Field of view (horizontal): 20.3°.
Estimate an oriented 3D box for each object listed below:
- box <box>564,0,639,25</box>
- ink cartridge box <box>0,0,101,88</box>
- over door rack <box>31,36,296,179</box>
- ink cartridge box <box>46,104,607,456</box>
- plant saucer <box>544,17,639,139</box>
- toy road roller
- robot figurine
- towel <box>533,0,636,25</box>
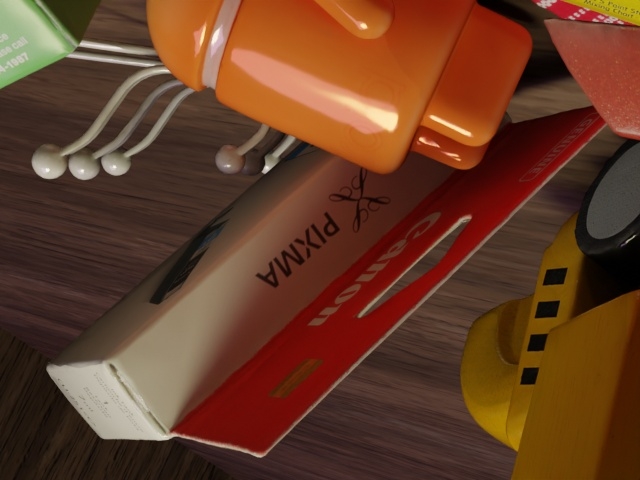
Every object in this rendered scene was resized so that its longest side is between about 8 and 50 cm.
[{"bbox_3d":[0.115,-0.180,0.430,0.290,0.177,0.279,19,166,7],"label":"box"},{"bbox_3d":[-0.267,-0.195,0.891,0.211,0.121,0.289,-20,124,31],"label":"ink cartridge box"},{"bbox_3d":[-0.181,-0.106,1.166,0.324,0.108,0.239,19,-177,3],"label":"over door rack"},{"bbox_3d":[0.000,0.000,1.038,0.066,0.296,0.261,52,159,-12],"label":"ink cartridge box"},{"bbox_3d":[0.261,-0.040,0.719,0.259,0.048,0.258,6,-174,-33],"label":"plant saucer"},{"bbox_3d":[0.193,0.117,1.073,0.202,0.329,0.240,32,143,-19],"label":"toy road roller"},{"bbox_3d":[0.001,-0.118,0.964,0.219,0.128,0.158,24,-156,4],"label":"robot figurine"},{"bbox_3d":[0.133,-0.144,0.851,0.275,0.031,0.199,30,165,-16],"label":"towel"}]
